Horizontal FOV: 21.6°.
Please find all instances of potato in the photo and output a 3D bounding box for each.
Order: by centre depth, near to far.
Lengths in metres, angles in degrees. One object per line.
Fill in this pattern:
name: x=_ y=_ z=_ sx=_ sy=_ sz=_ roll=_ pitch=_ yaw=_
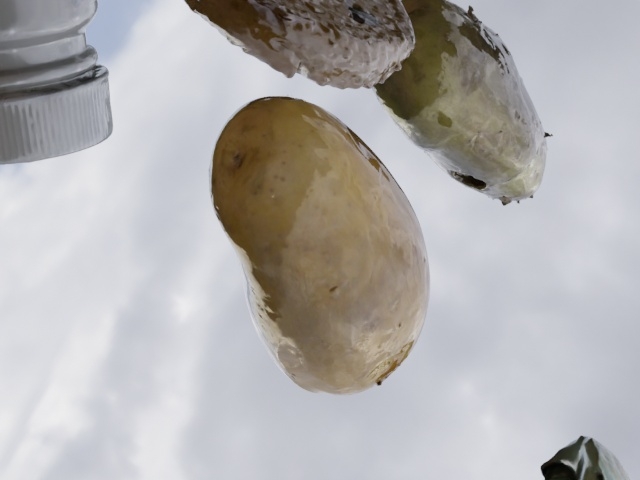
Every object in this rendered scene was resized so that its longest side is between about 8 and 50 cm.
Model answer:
potato: x=0.000 y=0.000 z=1.170 sx=0.146 sy=0.234 sz=0.150 roll=-32 pitch=-142 yaw=-19
potato: x=0.155 y=-0.150 z=1.816 sx=0.141 sy=0.296 sz=0.192 roll=-32 pitch=-137 yaw=12

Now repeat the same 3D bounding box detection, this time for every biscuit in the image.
biscuit: x=-0.045 y=-0.227 z=1.477 sx=0.075 sy=0.296 sz=0.296 roll=-55 pitch=-155 yaw=26

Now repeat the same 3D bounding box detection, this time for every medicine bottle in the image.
medicine bottle: x=-0.174 y=-0.134 z=0.924 sx=0.105 sy=0.105 sz=0.168 roll=-152 pitch=-127 yaw=-62

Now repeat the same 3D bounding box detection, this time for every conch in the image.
conch: x=0.231 y=0.255 z=1.512 sx=0.116 sy=0.106 sz=0.173 roll=-105 pitch=-147 yaw=-51
